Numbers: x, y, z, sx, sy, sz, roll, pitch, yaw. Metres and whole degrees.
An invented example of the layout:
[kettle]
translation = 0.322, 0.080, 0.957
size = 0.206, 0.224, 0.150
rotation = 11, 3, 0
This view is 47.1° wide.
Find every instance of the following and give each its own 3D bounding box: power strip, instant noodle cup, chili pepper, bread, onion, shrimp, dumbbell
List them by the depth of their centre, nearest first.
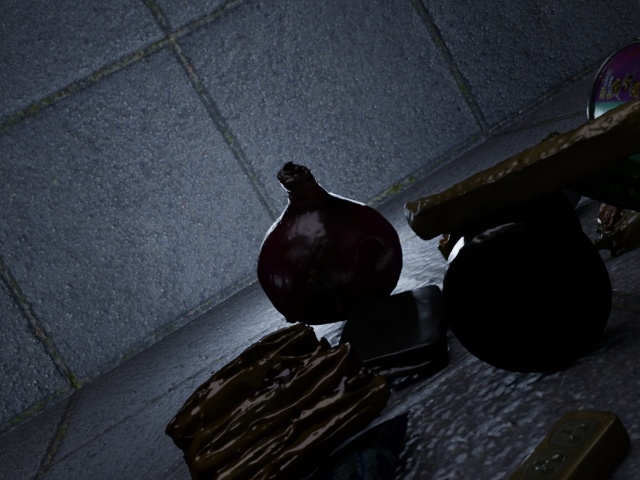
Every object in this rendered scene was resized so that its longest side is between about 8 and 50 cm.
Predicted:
[power strip]
translation = 0.175, 0.242, 0.639
size = 0.305, 0.044, 0.064
rotation = -35, 10, -31
[chili pepper]
translation = 0.438, -0.066, 0.957
size = 0.085, 0.359, 0.076
rotation = 124, 156, -56
[bread]
translation = -0.065, 0.228, 0.966
size = 0.277, 0.167, 0.324
rotation = -33, -9, -14
[dumbbell]
translation = 0.277, 0.032, 1.029
size = 0.203, 0.204, 0.322
rotation = -28, 8, 18
[shrimp]
translation = 0.491, -0.049, 1.167
size = 0.217, 0.051, 0.115
rotation = -42, 51, -15
[instant noodle cup]
translation = 0.670, -0.258, 1.394
size = 0.251, 0.251, 0.190
rotation = -31, 17, -7
[onion]
translation = 0.000, 0.000, 1.652
size = 0.347, 0.385, 0.348
rotation = -19, 22, 8

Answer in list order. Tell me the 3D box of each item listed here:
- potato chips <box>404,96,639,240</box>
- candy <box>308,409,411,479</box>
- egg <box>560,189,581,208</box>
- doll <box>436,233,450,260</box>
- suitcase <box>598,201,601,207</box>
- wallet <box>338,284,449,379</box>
[potato chips]
translation = 0.246, -0.080, 0.873
size = 0.407, 0.057, 0.080
rotation = -26, 16, 40
[candy]
translation = 0.033, 0.281, 0.838
size = 0.145, 0.070, 0.275
rotation = -35, 2, 17
[egg]
translation = 0.458, -0.110, 1.493
size = 0.198, 0.146, 0.146
rotation = -28, 4, -42
[doll]
translation = 0.330, -0.020, 1.545
size = 0.186, 0.106, 0.134
rotation = -32, 2, -9
[suitcase]
translation = 0.517, -0.076, 1.286
size = 0.059, 0.086, 0.126
rotation = -11, 14, 19
[wallet]
translation = 0.128, 0.152, 1.285
size = 0.197, 0.051, 0.377
rotation = -14, 10, 10
